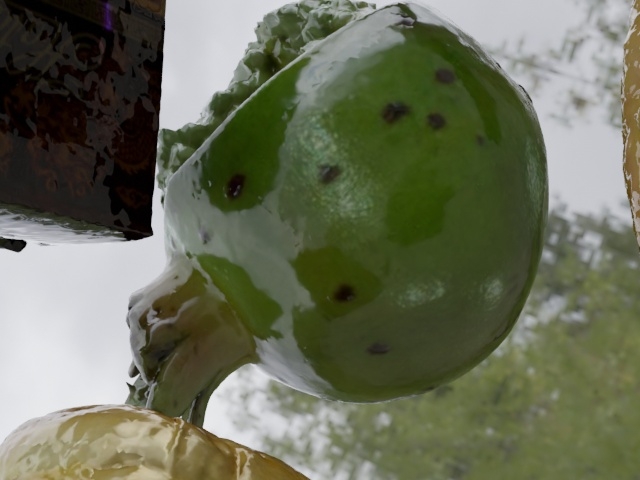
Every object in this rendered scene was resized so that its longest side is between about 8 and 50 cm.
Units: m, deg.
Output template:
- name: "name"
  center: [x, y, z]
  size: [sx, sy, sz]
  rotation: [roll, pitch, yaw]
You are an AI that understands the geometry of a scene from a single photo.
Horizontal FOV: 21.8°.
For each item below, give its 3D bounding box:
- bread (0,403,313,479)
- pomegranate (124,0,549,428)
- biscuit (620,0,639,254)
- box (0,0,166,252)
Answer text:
- name: "bread"
  center: [-0.052, 0.167, 0.784]
  size: [0.236, 0.198, 0.120]
  rotation: [36, -119, -23]
- name: "pomegranate"
  center: [0.000, 0.000, 1.020]
  size: [0.340, 0.260, 0.260]
  rotation: [-48, -35, -14]
- name: "biscuit"
  center: [0.210, 0.001, 0.566]
  size: [0.296, 0.102, 0.296]
  rotation: [18, -119, -34]
- name: "box"
  center: [-0.190, -0.212, 0.831]
  size: [0.264, 0.116, 0.415]
  rotation: [16, -106, -59]
